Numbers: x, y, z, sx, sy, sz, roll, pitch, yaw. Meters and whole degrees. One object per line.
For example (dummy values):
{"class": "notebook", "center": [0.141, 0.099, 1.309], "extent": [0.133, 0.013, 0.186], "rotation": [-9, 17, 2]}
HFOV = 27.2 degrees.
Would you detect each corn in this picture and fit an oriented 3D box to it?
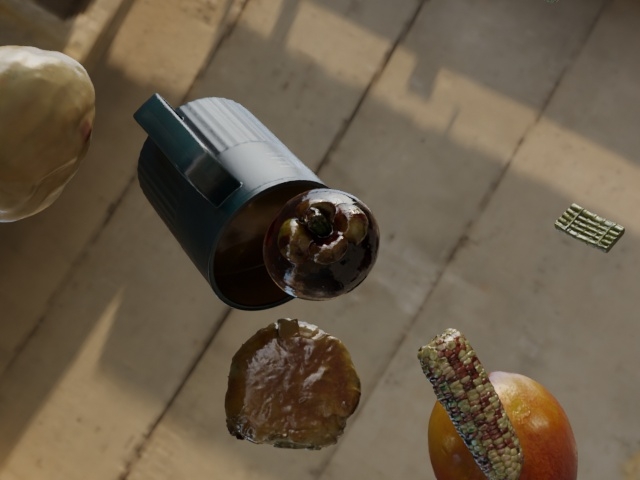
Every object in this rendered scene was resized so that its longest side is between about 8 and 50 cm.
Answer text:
{"class": "corn", "center": [0.233, 0.252, 1.978], "extent": [0.086, 0.253, 0.086], "rotation": [-29, 1, 1]}

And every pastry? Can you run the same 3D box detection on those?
{"class": "pastry", "center": [-0.051, 0.242, 2.111], "extent": [0.229, 0.218, 0.100], "rotation": [-31, -12, -7]}

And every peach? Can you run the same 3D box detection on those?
{"class": "peach", "center": [0.299, 0.351, 2.165], "extent": [0.238, 0.281, 0.281], "rotation": [-17, -12, 11]}

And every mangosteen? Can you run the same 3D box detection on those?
{"class": "mangosteen", "center": [0.000, 0.000, 1.413], "extent": [0.140, 0.140, 0.140], "rotation": [-52, -18, -24]}

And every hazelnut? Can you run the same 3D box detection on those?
{"class": "hazelnut", "center": [-0.430, -0.167, 1.788], "extent": [0.241, 0.261, 0.261], "rotation": [-82, 13, -62]}

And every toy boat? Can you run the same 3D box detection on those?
{"class": "toy boat", "center": [0.481, -0.022, 2.361], "extent": [0.063, 0.115, 0.016], "rotation": [-46, -39, -20]}

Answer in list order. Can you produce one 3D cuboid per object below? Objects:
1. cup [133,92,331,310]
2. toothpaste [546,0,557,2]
{"class": "cup", "center": [-0.159, -0.071, 2.100], "extent": [0.308, 0.292, 0.242], "rotation": [6, -60, -39]}
{"class": "toothpaste", "center": [0.290, -0.314, 1.343], "extent": [0.205, 0.036, 0.056], "rotation": [-44, 36, 50]}
